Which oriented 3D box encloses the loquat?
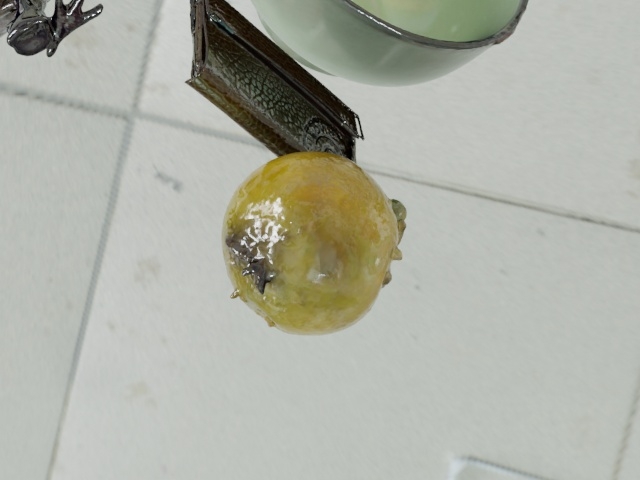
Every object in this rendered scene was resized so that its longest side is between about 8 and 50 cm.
[{"bbox_3d":[0.000,0.000,1.438,0.204,0.149,0.172,-17,85,-30],"label":"loquat"}]

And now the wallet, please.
[{"bbox_3d":[-0.041,-0.144,1.545,0.039,0.133,0.243,-26,134,29],"label":"wallet"}]

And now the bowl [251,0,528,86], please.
[{"bbox_3d":[0.042,-0.306,1.739,0.354,0.354,0.185,28,138,-15],"label":"bowl"}]

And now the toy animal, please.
[{"bbox_3d":[-0.316,-0.303,1.686,0.195,0.324,0.090,-19,138,23],"label":"toy animal"}]
